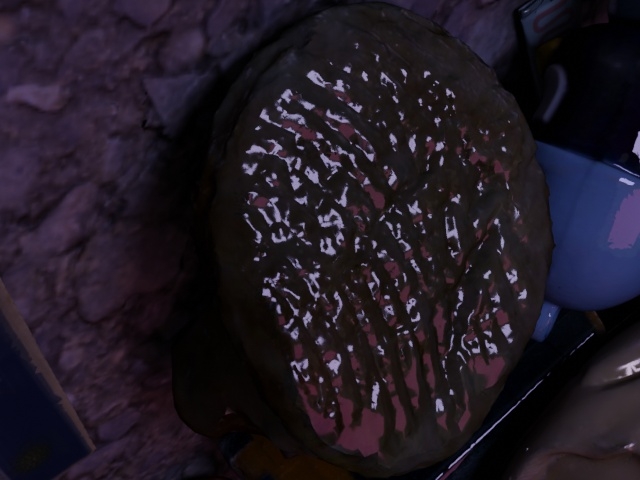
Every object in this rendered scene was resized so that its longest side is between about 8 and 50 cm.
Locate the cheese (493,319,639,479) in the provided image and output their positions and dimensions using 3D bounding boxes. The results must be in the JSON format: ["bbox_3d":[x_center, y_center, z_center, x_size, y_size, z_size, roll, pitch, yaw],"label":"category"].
[{"bbox_3d":[0.228,0.170,0.788,0.233,0.127,0.266,-21,140,-44],"label":"cheese"}]

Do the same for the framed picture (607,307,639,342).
[{"bbox_3d":[0.318,0.089,1.086,0.338,0.014,0.255,-34,173,-17],"label":"framed picture"}]

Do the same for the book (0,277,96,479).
[{"bbox_3d":[-0.288,0.149,0.582,0.322,0.018,0.228,-33,144,-19],"label":"book"}]

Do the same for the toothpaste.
[{"bbox_3d":[0.180,-0.108,0.814,0.056,0.036,0.205,-38,141,-14],"label":"toothpaste"}]

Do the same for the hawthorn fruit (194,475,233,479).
[{"bbox_3d":[-0.086,0.220,0.819,0.093,0.093,0.093,-29,143,-25],"label":"hawthorn fruit"}]

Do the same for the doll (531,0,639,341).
[{"bbox_3d":[0.199,-0.079,0.728,0.314,0.141,0.177,-70,162,2],"label":"doll"}]

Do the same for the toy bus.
[{"bbox_3d":[0.078,0.131,0.829,0.275,0.167,0.138,-39,147,-10],"label":"toy bus"}]

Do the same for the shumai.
[{"bbox_3d":[0.000,0.000,0.664,0.222,0.203,0.272,23,82,-26],"label":"shumai"}]
